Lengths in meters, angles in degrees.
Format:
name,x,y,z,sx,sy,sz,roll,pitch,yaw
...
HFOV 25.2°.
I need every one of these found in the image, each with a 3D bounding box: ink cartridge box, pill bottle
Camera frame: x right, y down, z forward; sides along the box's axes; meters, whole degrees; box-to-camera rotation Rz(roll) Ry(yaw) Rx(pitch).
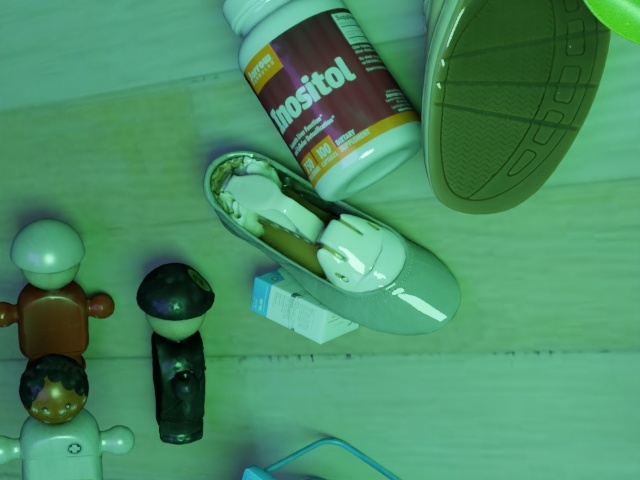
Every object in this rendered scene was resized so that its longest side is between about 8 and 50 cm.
name,x,y,z,sx,sy,sz,roll,pitch,yaw
ink cartridge box,-0.003,0.048,1.034,0.083,0.048,0.028,24,116,31
pill bottle,-0.001,-0.109,0.967,0.086,0.086,0.152,-40,77,37

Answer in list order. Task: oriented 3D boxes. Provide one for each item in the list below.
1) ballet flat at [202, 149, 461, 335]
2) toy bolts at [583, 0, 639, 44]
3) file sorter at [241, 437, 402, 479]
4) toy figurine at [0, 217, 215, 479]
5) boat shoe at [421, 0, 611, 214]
name,x,y,z,sx,sy,sz,roll,pitch,yaw
ballet flat,0.000,0.000,0.997,0.213,0.068,0.072,29,78,30
toy bolts,0.182,-0.249,0.730,0.218,0.158,0.228,37,117,0
file sorter,-0.002,0.249,1.052,0.118,0.104,0.170,31,120,26
toy figurine,-0.203,0.092,1.094,0.213,0.209,0.148,21,125,30
boat shoe,0.112,-0.167,0.867,0.098,0.109,0.302,-126,38,-65
